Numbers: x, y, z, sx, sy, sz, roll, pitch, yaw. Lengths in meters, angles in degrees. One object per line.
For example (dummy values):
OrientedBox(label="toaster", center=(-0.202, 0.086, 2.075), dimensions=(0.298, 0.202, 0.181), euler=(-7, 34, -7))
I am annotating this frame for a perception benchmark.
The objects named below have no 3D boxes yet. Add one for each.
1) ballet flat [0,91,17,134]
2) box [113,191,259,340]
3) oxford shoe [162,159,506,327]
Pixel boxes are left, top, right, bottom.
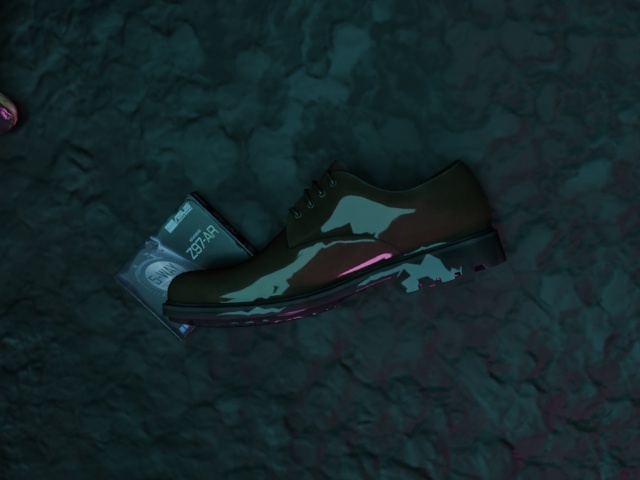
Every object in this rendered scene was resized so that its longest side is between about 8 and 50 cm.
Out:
OrientedBox(label="ballet flat", center=(-0.296, -0.111, 0.804), dimensions=(0.173, 0.049, 0.057), euler=(13, 130, 2))
OrientedBox(label="box", center=(-0.093, 0.018, 0.801), dimensions=(0.067, 0.018, 0.083), euler=(44, 102, 0))
OrientedBox(label="oxford shoe", center=(0.000, 0.000, 0.755), dimensions=(0.227, 0.083, 0.096), euler=(-16, 93, -1))
